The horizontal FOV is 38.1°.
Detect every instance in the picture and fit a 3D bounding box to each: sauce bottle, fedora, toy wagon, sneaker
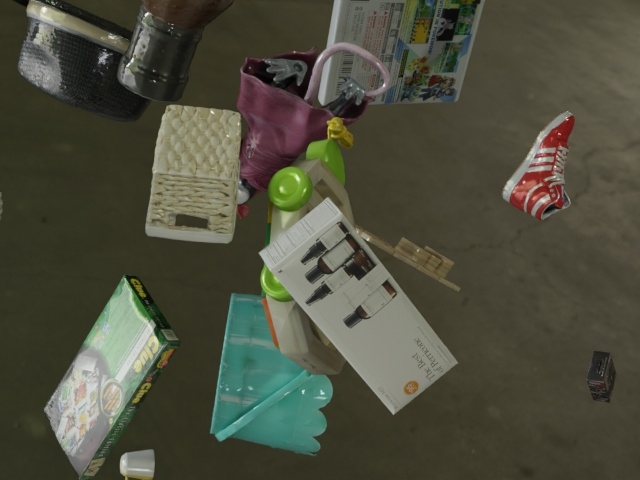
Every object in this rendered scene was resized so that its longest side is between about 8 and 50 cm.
[{"bbox_3d":[-0.110,-0.297,0.877,0.111,0.344,0.111,19,24,-9],"label":"sauce bottle"},{"bbox_3d":[-0.396,-0.301,1.589,0.334,0.153,0.334,22,3,-1],"label":"fedora"},{"bbox_3d":[0.000,0.000,1.245,0.068,0.267,0.344,-6,66,20],"label":"toy wagon"},{"bbox_3d":[0.256,-0.078,1.010,0.067,0.118,0.042,42,18,33],"label":"sneaker"}]

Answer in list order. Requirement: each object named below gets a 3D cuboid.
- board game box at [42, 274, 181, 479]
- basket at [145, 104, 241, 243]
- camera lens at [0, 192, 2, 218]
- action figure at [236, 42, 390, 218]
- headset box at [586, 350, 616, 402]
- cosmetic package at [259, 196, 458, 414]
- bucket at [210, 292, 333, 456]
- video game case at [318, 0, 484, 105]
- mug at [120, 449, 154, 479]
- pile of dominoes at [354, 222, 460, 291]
[{"bbox_3d":[-0.290,0.188,1.266,0.030,0.260,0.136,11,32,-47],"label":"board game box"},{"bbox_3d":[-0.160,-0.090,1.191,0.113,0.103,0.167,5,40,-6],"label":"basket"},{"bbox_3d":[-0.526,-0.001,1.055,0.219,0.219,0.274,20,41,8],"label":"camera lens"},{"bbox_3d":[-0.089,-0.185,1.629,0.248,0.370,0.276,39,48,2],"label":"action figure"},{"bbox_3d":[0.501,0.241,1.652,0.032,0.083,0.062,5,55,30],"label":"headset box"},{"bbox_3d":[0.045,0.076,1.016,0.239,0.099,0.060,51,2,-25],"label":"cosmetic package"},{"bbox_3d":[-0.080,0.221,1.566,0.183,0.281,0.281,9,32,-4],"label":"bucket"},{"bbox_3d":[0.161,-0.408,1.760,0.300,0.329,0.036,-5,39,-20],"label":"video game case"},{"bbox_3d":[-0.376,0.467,1.897,0.064,0.062,0.078,6,76,-19],"label":"mug"},{"bbox_3d":[0.115,-0.005,1.516,0.251,0.040,0.196,29,4,-41],"label":"pile of dominoes"}]
